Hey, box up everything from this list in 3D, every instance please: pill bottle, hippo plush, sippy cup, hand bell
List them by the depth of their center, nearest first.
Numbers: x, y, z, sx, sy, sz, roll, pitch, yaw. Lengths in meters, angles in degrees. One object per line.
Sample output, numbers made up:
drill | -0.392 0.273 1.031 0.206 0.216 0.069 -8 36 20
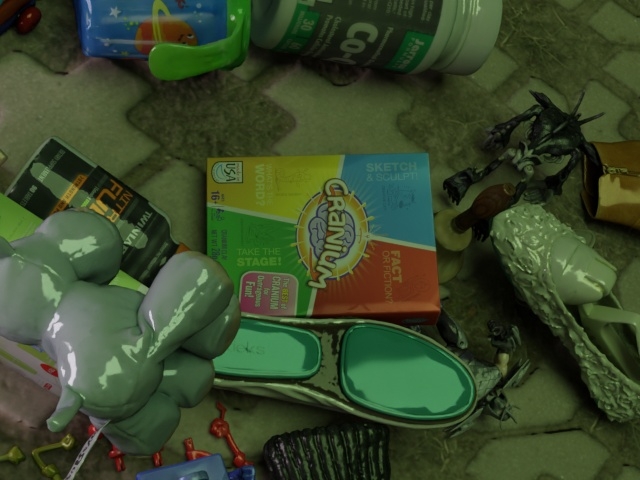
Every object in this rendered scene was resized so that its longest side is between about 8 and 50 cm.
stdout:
hippo plush | -0.253 0.099 1.218 0.237 0.234 0.294 32 53 19
pill bottle | -0.286 -0.017 1.496 0.246 0.130 0.130 35 60 -9
sippy cup | -0.233 -0.350 1.610 0.224 0.305 0.240 -7 102 -15
hand bell | 0.213 -0.032 1.666 0.126 0.242 0.126 9 66 -21
pill bottle | 0.083 -0.367 1.761 0.361 0.204 0.204 6 68 -22

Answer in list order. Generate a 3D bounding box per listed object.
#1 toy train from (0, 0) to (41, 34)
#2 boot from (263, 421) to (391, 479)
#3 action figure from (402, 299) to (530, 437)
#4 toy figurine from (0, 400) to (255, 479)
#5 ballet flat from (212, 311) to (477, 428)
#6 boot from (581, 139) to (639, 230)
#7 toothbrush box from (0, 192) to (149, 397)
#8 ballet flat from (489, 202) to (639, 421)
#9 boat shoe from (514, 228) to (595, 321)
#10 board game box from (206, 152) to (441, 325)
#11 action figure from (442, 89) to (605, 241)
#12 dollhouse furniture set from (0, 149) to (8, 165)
toy train | -0.418 -0.356 1.560 0.105 0.143 0.248 42 59 -5
boot | 0.097 0.373 1.519 0.348 0.131 0.260 8 59 -31
action figure | 0.186 0.160 1.657 0.185 0.099 0.285 -39 85 -22
toy figurine | -0.210 0.287 1.360 0.363 0.217 0.191 -7 73 -27
ballet flat | 0.008 0.173 1.539 0.401 0.139 0.139 10 66 -9
boot | 0.550 -0.033 1.915 0.211 0.104 0.295 -2 66 -20
toothbrush box | -0.339 0.081 1.388 0.283 0.206 0.122 33 61 -11
ballet flat | 0.412 0.099 1.711 0.147 0.147 0.409 -47 110 -31
boat shoe | 0.374 0.053 1.826 0.206 0.075 0.065 -41 133 -36
board game box | 0.000 0.000 1.595 0.317 0.064 0.242 -2 69 -2
action figure | 0.322 -0.128 1.818 0.276 0.141 0.164 -37 86 -16
dollhouse furniture set | -0.490 -0.042 1.355 0.259 0.262 0.135 -44 94 -1
